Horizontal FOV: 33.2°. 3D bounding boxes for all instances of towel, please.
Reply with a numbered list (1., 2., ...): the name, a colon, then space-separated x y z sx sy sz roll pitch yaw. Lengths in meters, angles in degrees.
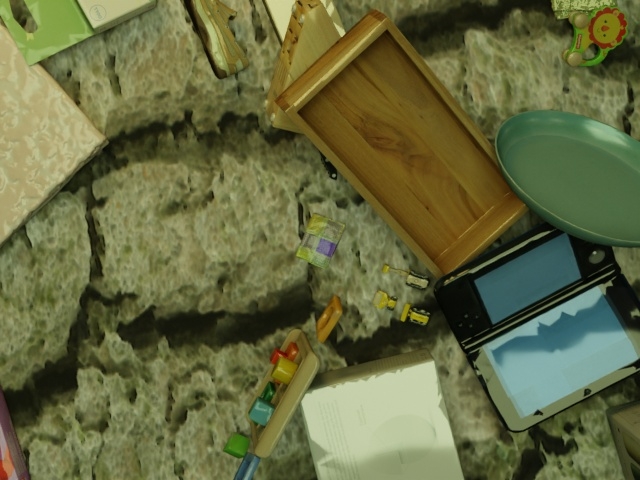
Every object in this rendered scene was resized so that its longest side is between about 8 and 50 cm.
1. towel: -0.568 -0.169 1.775 0.332 0.053 0.317 -43 91 3
2. towel: 0.428 -0.436 1.749 0.110 0.027 0.148 -2 94 2
3. towel: 0.000 0.000 1.787 0.060 0.009 0.083 25 93 0

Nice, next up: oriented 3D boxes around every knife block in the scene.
1. knife block: 0.045 -0.228 1.686 0.242 0.088 0.275 10 114 -19

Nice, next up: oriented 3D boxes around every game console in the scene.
1. game console: 0.365 0.124 1.696 0.293 0.173 0.250 -29 135 2

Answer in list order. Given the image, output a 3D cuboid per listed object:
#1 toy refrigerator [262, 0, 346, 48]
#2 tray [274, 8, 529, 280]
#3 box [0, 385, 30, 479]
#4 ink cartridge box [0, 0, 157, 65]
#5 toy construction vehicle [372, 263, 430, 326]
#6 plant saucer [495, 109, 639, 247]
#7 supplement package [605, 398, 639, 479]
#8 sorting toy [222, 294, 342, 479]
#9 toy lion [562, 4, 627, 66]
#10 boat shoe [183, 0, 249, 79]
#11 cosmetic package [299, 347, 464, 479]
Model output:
1. toy refrigerator: -0.051 -0.416 1.732 0.102 0.094 0.269 -23 93 -1
2. tray: 0.138 -0.136 1.660 0.203 0.076 0.411 -43 118 3
3. box: -0.624 0.312 1.794 0.201 0.057 0.293 -16 92 3
4. ink cartridge box: -0.405 -0.410 1.734 0.235 0.056 0.171 -29 92 -13
5. toy construction vehicle: 0.141 0.089 1.779 0.098 0.035 0.085 16 104 3
6. plant saucer: 0.413 -0.091 1.657 0.318 0.317 0.043 21 129 1
7. supplement package: 0.589 0.351 1.659 0.198 0.262 0.199 -17 91 2
8. sorting toy: -0.073 0.232 1.707 0.047 0.196 0.347 29 93 -13
9. toy lion: 0.449 -0.332 1.742 0.096 0.034 0.100 2 112 -9
10. boat shoe: -0.171 -0.363 1.756 0.072 0.068 0.189 -23 102 -10
11. cosmetic package: 0.096 0.314 1.734 0.225 0.138 0.224 -13 92 1
